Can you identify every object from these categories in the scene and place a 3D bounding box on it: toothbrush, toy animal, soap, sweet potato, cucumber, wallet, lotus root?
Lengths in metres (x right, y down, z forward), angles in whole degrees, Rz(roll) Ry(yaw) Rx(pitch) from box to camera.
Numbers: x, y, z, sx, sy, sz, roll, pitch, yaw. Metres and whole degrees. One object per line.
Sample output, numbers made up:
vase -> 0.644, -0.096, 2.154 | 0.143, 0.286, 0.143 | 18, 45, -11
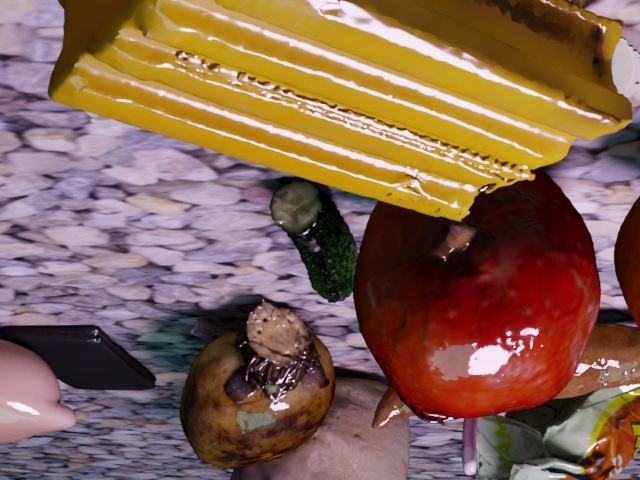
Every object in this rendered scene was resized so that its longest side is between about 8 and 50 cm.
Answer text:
toothbrush -> -0.089, 0.135, 1.774 | 0.018, 0.024, 0.257 | 16, 169, 29
toy animal -> -0.493, 0.223, 1.727 | 0.345, 0.247, 0.277 | 19, 159, -29
soap -> 0.018, -0.118, 0.921 | 0.324, 0.096, 0.204 | 16, 153, -32
sweet potato -> 0.222, 0.124, 1.588 | 0.354, 0.106, 0.095 | -12, 148, 11
cucumber -> 0.000, -0.001, 1.337 | 0.058, 0.058, 0.187 | -1, 158, 11
toothbrush -> 0.166, 0.186, 1.632 | 0.025, 0.020, 0.286 | -2, -161, 8
wallet -> -0.297, 0.152, 1.844 | 0.124, 0.025, 0.244 | -1, 160, 11
lotus root -> -0.074, 0.183, 1.690 | 0.169, 0.141, 0.314 | -9, 153, -22

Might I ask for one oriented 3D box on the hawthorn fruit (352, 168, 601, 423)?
hawthorn fruit -> 0.119, 0.028, 1.171 | 0.215, 0.215, 0.250 | -4, 157, 18

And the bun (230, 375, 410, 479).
bun -> -0.013, 0.295, 1.862 | 0.205, 0.281, 0.281 | 15, 158, -12

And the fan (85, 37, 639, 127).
fan -> 0.026, -0.112, 1.076 | 0.414, 0.012, 0.233 | -3, 156, 9

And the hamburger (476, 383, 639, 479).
hamburger -> 0.284, 0.200, 1.694 | 0.260, 0.150, 0.276 | -40, 174, -3

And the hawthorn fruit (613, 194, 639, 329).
hawthorn fruit -> 0.344, 0.001, 1.119 | 0.196, 0.196, 0.225 | 17, 140, -35
